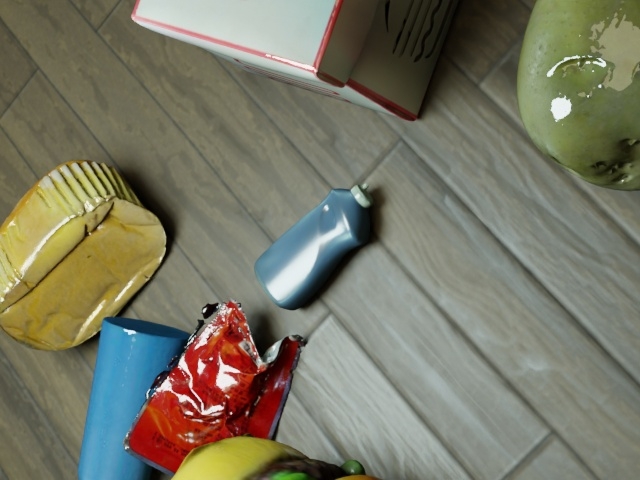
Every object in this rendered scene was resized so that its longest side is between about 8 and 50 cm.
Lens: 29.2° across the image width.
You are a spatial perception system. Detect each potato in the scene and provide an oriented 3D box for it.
[{"bbox_3d":[0.363,-0.227,1.440,0.243,0.221,0.326,13,85,41],"label":"potato"}]

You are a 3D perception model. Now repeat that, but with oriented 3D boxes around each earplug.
[{"bbox_3d":[-0.284,0.258,1.801,0.132,0.132,0.273,15,93,32],"label":"earplug"}]

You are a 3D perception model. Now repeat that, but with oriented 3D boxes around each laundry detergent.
[{"bbox_3d":[0.001,0.000,1.711,0.206,0.061,0.096,-46,54,15],"label":"laundry detergent"}]

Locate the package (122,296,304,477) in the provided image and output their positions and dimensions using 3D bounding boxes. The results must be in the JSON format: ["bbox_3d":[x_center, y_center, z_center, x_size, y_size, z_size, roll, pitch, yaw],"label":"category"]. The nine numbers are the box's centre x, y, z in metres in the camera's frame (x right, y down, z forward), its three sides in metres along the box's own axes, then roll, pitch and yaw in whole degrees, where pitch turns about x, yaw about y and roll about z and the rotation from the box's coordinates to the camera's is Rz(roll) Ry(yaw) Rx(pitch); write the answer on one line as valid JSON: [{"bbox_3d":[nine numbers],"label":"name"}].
[{"bbox_3d":[-0.139,0.224,1.729,0.194,0.071,0.269,30,89,10],"label":"package"}]

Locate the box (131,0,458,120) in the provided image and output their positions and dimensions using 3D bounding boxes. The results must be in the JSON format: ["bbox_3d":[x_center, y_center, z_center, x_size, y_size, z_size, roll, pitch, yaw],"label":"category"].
[{"bbox_3d":[-0.005,-0.363,1.634,0.312,0.300,0.314,21,92,32],"label":"box"}]

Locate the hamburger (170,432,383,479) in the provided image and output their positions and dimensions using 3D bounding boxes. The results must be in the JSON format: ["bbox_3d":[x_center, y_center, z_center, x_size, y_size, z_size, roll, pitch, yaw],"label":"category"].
[{"bbox_3d":[-0.052,0.451,1.480,0.277,0.396,0.395,15,89,31],"label":"hamburger"}]

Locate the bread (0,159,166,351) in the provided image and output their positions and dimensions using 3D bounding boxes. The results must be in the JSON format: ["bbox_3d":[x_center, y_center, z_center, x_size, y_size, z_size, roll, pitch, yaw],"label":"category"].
[{"bbox_3d":[-0.384,0.017,1.870,0.288,0.204,0.156,-52,43,10],"label":"bread"}]
